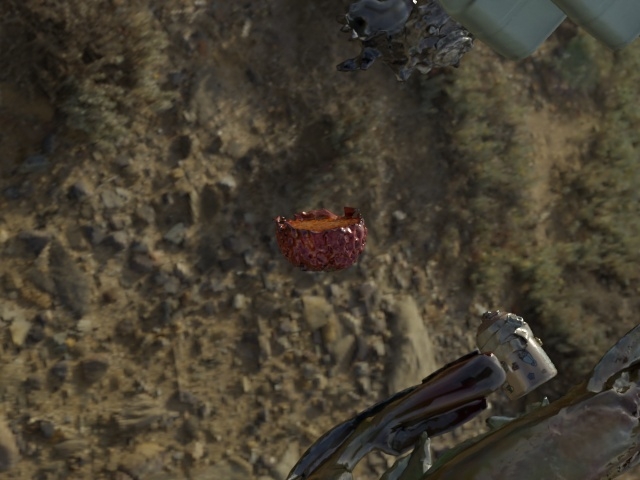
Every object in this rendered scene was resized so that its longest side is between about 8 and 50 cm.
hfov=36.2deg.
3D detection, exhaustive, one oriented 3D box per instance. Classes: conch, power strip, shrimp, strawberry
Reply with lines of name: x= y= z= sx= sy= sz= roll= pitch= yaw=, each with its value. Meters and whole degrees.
conch: x=0.181 y=-0.377 z=1.779 sx=0.240 sy=0.313 sz=0.186 roll=-52 pitch=141 yaw=-76
power strip: x=0.220 y=-0.252 z=0.826 sx=0.141 sy=0.229 sz=0.261 roll=29 pitch=25 yaw=-28
shrimp: x=0.072 y=0.109 z=0.505 sx=0.253 sy=0.173 sz=0.058 roll=-32 pitch=109 yaw=-17
strawberry: x=0.000 y=0.000 z=1.464 sx=0.145 sy=0.145 sz=0.086 roll=-18 pitch=119 yaw=-41

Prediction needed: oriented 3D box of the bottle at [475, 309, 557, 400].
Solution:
bottle: x=0.315 y=0.179 z=1.620 sx=0.099 sy=0.099 sz=0.152 roll=-17 pitch=71 yaw=-41
